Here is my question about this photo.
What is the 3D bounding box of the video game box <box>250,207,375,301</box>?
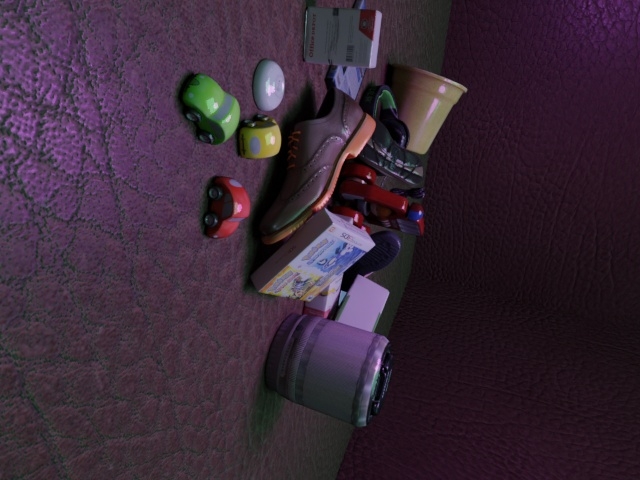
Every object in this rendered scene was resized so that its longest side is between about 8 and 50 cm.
[{"bbox_3d":[-0.010,0.039,0.859,0.205,0.048,0.187,-43,147,16],"label":"video game box"}]

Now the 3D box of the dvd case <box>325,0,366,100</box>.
[{"bbox_3d":[0.077,-0.440,1.065,0.180,0.022,0.253,60,46,-65],"label":"dvd case"}]

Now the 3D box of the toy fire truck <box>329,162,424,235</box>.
[{"bbox_3d":[0.177,-0.094,1.231,0.302,0.253,0.170,45,60,-69],"label":"toy fire truck"}]

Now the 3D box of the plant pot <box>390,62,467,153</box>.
[{"bbox_3d":[0.337,-0.453,1.501,0.276,0.275,0.254,-27,139,-67],"label":"plant pot"}]

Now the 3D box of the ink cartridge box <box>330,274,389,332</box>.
[{"bbox_3d":[0.085,0.275,1.311,0.201,0.117,0.278,-57,174,-45],"label":"ink cartridge box"}]

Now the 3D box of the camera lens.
[{"bbox_3d":[0.030,0.314,1.048,0.219,0.274,0.220,14,90,-72],"label":"camera lens"}]

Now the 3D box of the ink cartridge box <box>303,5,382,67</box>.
[{"bbox_3d":[0.042,-0.391,0.816,0.056,0.135,0.099,-49,148,-60],"label":"ink cartridge box"}]

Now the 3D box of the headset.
[{"bbox_3d":[0.230,-0.297,1.359,0.243,0.185,0.394,-60,144,-41],"label":"headset"}]

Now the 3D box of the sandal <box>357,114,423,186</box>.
[{"bbox_3d":[0.169,-0.240,1.199,0.302,0.086,0.120,32,74,-29],"label":"sandal"}]

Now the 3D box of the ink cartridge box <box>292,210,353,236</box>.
[{"bbox_3d":[0.000,0.000,1.014,0.180,0.104,0.060,-52,151,-51],"label":"ink cartridge box"}]

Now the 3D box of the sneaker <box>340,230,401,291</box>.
[{"bbox_3d":[0.148,0.041,1.314,0.319,0.112,0.131,-44,-174,48],"label":"sneaker"}]

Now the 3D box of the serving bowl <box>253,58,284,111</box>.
[{"bbox_3d":[-0.081,-0.260,0.712,0.083,0.027,0.084,12,90,-72],"label":"serving bowl"}]

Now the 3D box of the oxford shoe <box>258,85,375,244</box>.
[{"bbox_3d":[-0.032,-0.154,0.846,0.132,0.130,0.364,43,64,-24],"label":"oxford shoe"}]

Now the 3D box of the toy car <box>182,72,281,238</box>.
[{"bbox_3d":[-0.127,-0.140,0.619,0.225,0.053,0.239,68,39,-60],"label":"toy car"}]

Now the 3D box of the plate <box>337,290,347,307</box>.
[{"bbox_3d":[0.090,0.173,1.529,0.188,0.024,0.188,14,90,-72],"label":"plate"}]

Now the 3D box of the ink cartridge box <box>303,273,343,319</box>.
[{"bbox_3d":[0.014,0.121,1.198,0.115,0.067,0.198,-21,123,-68],"label":"ink cartridge box"}]
